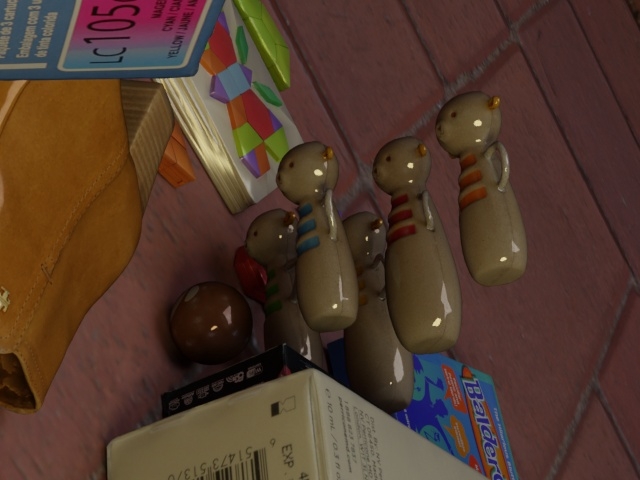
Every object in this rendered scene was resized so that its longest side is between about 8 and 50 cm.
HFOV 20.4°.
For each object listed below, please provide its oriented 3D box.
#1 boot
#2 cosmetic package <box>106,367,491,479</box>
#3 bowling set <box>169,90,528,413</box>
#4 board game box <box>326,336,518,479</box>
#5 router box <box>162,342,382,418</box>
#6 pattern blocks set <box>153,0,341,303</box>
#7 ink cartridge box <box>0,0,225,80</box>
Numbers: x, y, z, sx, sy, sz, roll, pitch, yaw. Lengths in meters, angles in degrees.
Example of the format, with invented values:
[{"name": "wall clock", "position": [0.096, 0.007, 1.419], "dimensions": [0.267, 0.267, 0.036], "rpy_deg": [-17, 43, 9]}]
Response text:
[{"name": "boot", "position": [-0.168, -0.064, 0.891], "dimensions": [0.295, 0.104, 0.211], "rpy_deg": [64, 37, -44]}, {"name": "cosmetic package", "position": [0.020, 0.201, 1.074], "dimensions": [0.296, 0.153, 0.129], "rpy_deg": [34, 40, -48]}, {"name": "bowling set", "position": [0.000, 0.000, 1.166], "dimensions": [0.199, 0.287, 0.154], "rpy_deg": [2, 62, -21]}, {"name": "board game box", "position": [0.090, 0.166, 1.380], "dimensions": [0.210, 0.047, 0.160], "rpy_deg": [26, 45, -57]}, {"name": "router box", "position": [-0.027, 0.117, 1.123], "dimensions": [0.122, 0.092, 0.038], "rpy_deg": [37, 37, -47]}, {"name": "pattern blocks set", "position": [-0.073, -0.113, 1.322], "dimensions": [0.325, 0.026, 0.285], "rpy_deg": [56, 25, -21]}, {"name": "ink cartridge box", "position": [-0.243, -0.206, 0.723], "dimensions": [0.151, 0.395, 0.270], "rpy_deg": [117, -34, -60]}]
